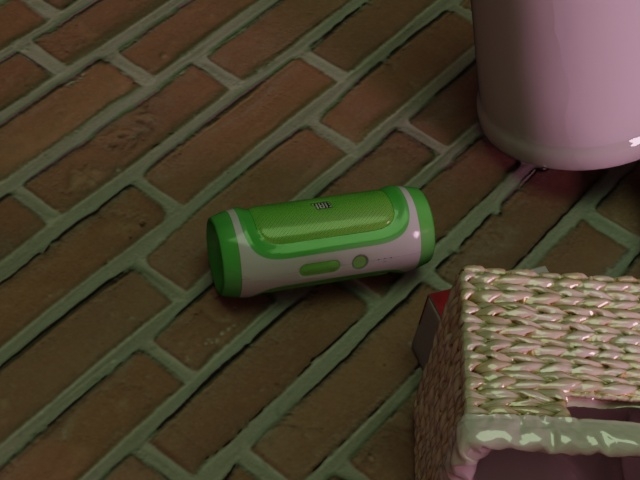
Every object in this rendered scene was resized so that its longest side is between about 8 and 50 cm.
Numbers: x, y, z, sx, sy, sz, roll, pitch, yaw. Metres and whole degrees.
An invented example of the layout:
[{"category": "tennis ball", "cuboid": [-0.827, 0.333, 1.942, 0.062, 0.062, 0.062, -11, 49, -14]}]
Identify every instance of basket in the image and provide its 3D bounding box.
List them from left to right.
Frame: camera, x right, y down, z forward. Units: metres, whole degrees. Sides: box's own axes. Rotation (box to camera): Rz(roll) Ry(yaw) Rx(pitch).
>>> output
[{"category": "basket", "cuboid": [0.281, 0.225, 1.509, 0.328, 0.331, 0.266, 4, 49, -5]}]

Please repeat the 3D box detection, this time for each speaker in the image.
[{"category": "speaker", "cuboid": [0.000, 0.000, 1.782, 0.297, 0.131, 0.131, -9, 53, -15]}]

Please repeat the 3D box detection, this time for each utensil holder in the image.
[{"category": "utensil holder", "cuboid": [0.376, -0.352, 1.899, 0.328, 0.385, 0.327, -7, 39, 6]}]

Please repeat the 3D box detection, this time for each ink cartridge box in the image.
[{"category": "ink cartridge box", "cuboid": [0.222, 0.113, 1.718, 0.175, 0.127, 0.072, -13, 55, -17]}]
